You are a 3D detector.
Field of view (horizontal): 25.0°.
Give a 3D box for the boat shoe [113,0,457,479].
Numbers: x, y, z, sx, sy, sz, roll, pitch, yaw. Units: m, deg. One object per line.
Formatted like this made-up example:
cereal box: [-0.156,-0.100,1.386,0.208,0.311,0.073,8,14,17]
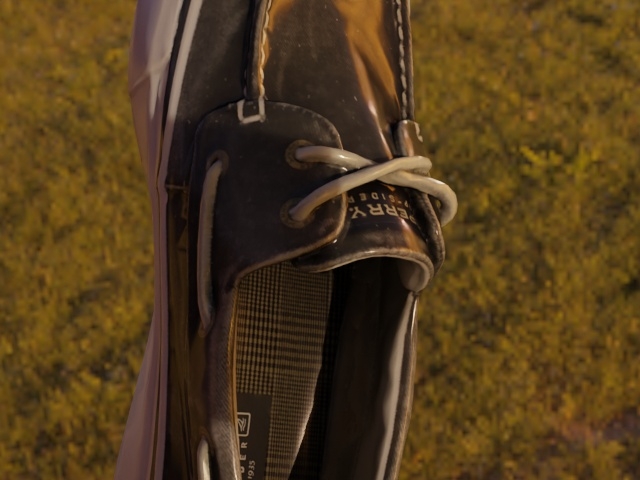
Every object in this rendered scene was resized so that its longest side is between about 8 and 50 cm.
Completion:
boat shoe: [0.000,0.000,0.547,0.121,0.335,0.119,3,2,-36]
